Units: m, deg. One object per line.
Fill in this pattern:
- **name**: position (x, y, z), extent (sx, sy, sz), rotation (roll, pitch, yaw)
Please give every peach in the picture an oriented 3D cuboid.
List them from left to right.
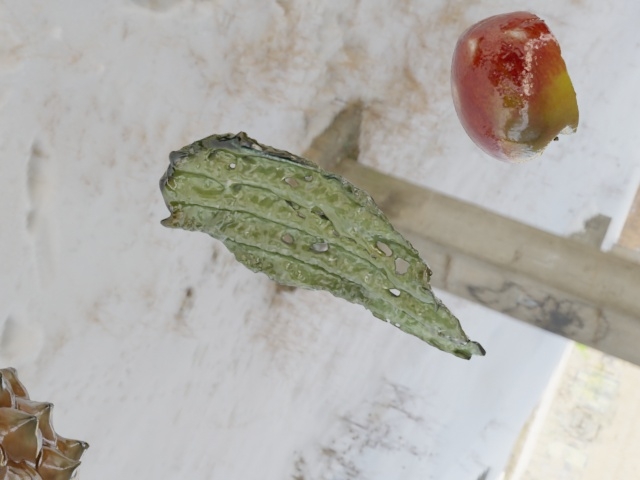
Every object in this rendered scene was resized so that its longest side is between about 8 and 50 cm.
- **peach**: position (0.194, -0.155, 0.914), extent (0.118, 0.151, 0.151), rotation (13, 99, -34)

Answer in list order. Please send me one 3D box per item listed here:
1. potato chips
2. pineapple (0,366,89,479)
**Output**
- **potato chips**: position (0.000, 0.000, 0.488), extent (0.028, 0.207, 0.092), rotation (-49, 157, -43)
- **pineapple**: position (-0.170, 0.105, 0.322), extent (0.193, 0.166, 0.166), rotation (93, 22, -72)
